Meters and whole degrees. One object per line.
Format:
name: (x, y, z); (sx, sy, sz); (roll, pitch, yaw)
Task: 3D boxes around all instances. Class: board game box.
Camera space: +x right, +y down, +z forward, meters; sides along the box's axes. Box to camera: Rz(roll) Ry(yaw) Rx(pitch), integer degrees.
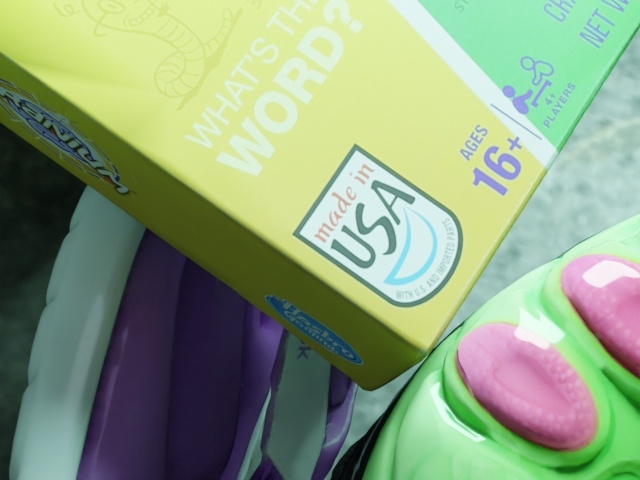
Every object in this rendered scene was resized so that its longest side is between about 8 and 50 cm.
board game box: (-0.042, -0.142, 0.561); (0.316, 0.064, 0.242); (35, 72, -3)

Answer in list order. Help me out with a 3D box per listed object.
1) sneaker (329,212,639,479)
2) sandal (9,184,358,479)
sneaker: (0.207, 0.029, 0.655); (0.482, 0.202, 0.185); (-13, 85, -24)
sandal: (-0.003, -0.009, 0.657); (0.102, 0.169, 0.416); (8, 58, 20)
